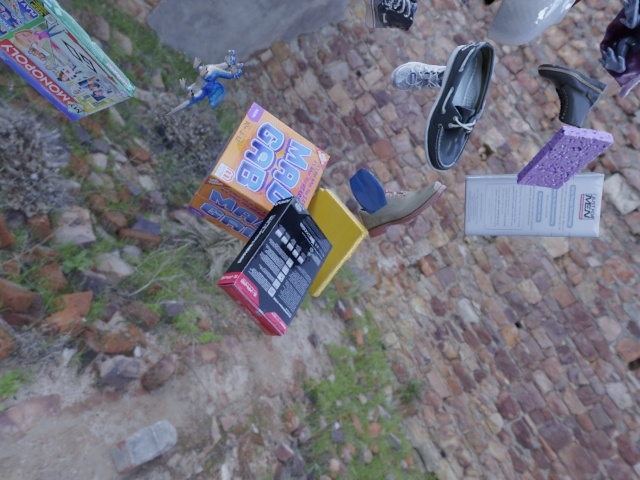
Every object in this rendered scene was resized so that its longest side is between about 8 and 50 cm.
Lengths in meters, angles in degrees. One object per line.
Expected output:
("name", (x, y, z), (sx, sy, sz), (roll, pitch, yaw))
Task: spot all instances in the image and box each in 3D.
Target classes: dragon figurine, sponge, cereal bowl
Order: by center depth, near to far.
("cereal bowl", (0.535, -0.610, 0.969), (0.141, 0.339, 0.339), (31, 6, 9))
("sponge", (0.597, -0.199, 1.044), (0.210, 0.117, 0.031), (103, -6, -64))
("dragon figurine", (-0.361, -0.480, 1.333), (0.085, 0.289, 0.144), (46, 18, 23))

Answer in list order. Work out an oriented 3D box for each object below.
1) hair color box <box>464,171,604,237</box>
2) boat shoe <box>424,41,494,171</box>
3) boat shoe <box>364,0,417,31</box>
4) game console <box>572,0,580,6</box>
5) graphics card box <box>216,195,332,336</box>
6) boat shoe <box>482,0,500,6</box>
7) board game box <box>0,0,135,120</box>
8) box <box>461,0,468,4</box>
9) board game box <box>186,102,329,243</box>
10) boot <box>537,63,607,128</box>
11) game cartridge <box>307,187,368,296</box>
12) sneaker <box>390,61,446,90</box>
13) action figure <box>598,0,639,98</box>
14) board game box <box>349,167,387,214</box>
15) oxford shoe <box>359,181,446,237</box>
("hair color box", (0.647, -0.113, 1.310), (0.113, 0.373, 0.186), (-32, 122, -68))
("boat shoe", (0.328, -0.312, 0.995), (0.091, 0.114, 0.303), (-140, -125, -67))
("boat shoe", (0.218, -0.740, 1.260), (0.157, 0.127, 0.340), (14, 8, 7))
("game console", (0.864, -0.842, 1.335), (0.060, 0.387, 0.342), (47, -19, -12))
("graphics card box", (-0.120, 0.069, 1.263), (0.233, 0.094, 0.371), (52, 49, -28))
("boat shoe", (0.749, -1.063, 1.642), (0.122, 0.110, 0.341), (48, -12, 10))
("board game box", (-0.650, -0.450, 1.024), (0.317, 0.213, 0.046), (53, 29, -51))
("box", (0.404, -0.706, 1.053), (0.105, 0.179, 0.043), (45, 23, -6))
("board game box", (-0.246, -0.227, 1.647), (0.356, 0.356, 0.357), (32, 61, -19))
("boot", (0.698, -0.413, 1.208), (0.197, 0.137, 0.077), (22, 19, 2))
("game cartridge", (0.000, 0.000, 1.584), (0.052, 0.324, 0.285), (13, 32, -49))
("sneaker", (0.413, -0.638, 1.627), (0.115, 0.280, 0.105), (-110, -166, -65))
("action figure", (0.978, -0.569, 1.152), (0.248, 0.369, 0.276), (124, -43, -64))
("board game box", (0.155, -0.157, 1.290), (0.133, 0.033, 0.168), (57, -22, 1))
("oxford shoe", (0.270, -0.128, 1.466), (0.130, 0.348, 0.123), (56, 39, -4))
